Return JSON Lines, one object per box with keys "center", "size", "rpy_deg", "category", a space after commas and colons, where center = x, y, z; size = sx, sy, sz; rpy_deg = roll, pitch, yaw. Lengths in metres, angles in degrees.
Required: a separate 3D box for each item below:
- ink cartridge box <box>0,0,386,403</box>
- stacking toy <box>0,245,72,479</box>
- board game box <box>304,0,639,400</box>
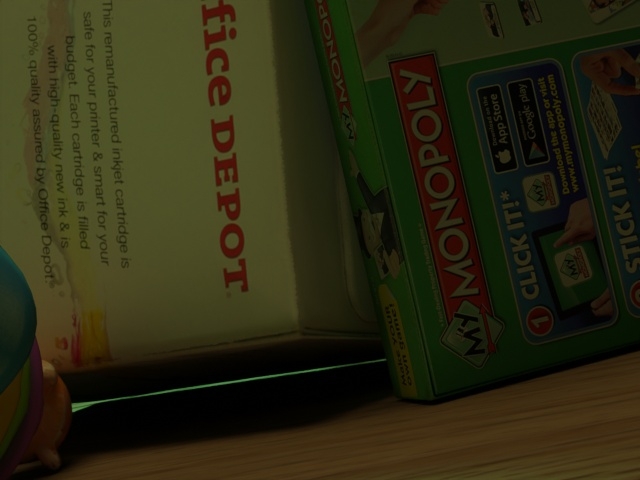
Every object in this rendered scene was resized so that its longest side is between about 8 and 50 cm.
{"center": [-0.075, -0.031, 0.886], "size": [0.270, 0.198, 0.197], "rpy_deg": [-10, -9, 32], "category": "ink cartridge box"}
{"center": [-0.160, 0.046, 0.659], "size": [0.166, 0.175, 0.302], "rpy_deg": [-43, -16, 1], "category": "stacking toy"}
{"center": [0.099, -0.111, 0.773], "size": [0.213, 0.317, 0.046], "rpy_deg": [-13, 1, -19], "category": "board game box"}
